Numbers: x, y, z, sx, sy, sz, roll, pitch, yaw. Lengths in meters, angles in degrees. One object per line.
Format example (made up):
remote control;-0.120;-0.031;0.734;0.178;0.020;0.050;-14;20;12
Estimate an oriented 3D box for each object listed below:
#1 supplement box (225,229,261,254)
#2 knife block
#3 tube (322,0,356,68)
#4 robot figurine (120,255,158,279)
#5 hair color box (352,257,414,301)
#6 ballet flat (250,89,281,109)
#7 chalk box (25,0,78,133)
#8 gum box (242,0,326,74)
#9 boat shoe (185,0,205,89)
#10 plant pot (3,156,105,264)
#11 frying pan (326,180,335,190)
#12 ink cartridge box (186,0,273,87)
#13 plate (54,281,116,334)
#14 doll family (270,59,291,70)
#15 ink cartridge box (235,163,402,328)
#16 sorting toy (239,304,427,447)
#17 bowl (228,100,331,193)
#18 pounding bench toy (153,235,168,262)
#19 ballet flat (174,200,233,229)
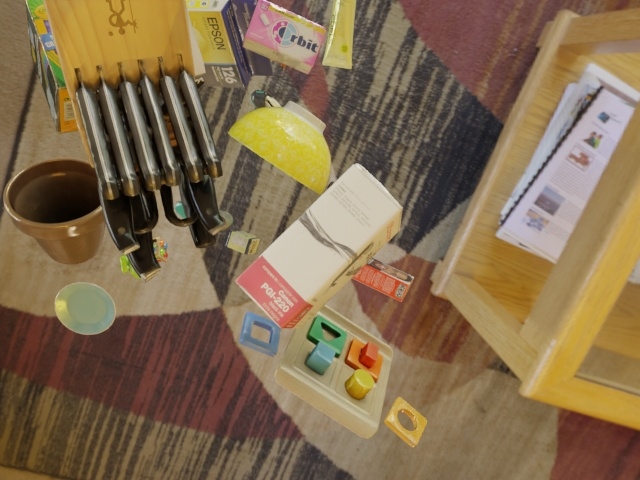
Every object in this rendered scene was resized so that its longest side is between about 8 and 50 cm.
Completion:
supplement box;-0.263;0.005;1.817;0.083;0.083;0.056;22;100;15
knife block;-0.156;-0.114;0.436;0.088;0.276;0.242;-14;130;-21
tube;0.062;-0.614;1.504;0.062;0.070;0.240;-3;115;-25
robot figurine;-0.472;0.056;1.389;0.101;0.115;0.067;-13;134;-41
hair color box;0.121;0.073;1.125;0.141;0.072;0.043;26;107;13
ballet flat;-0.144;-0.396;1.686;0.074;0.074;0.203;-35;137;4
chalk box;-0.531;-0.415;1.181;0.179;0.180;0.289;-16;77;-30
gum box;-0.085;-0.501;1.320;0.188;0.062;0.107;20;83;-12
boat shoe;-0.341;-0.430;0.986;0.158;0.127;0.341;-32;112;-37
plant pot;-0.690;-0.061;1.456;0.262;0.263;0.229;4;140;-9
frying pan;0.023;0.016;1.534;0.197;0.053;0.326;31;105;-18
ink cartridge box;-0.312;-0.563;1.542;0.307;0.304;0.072;6;66;8
plate;-0.744;0.213;1.694;0.188;0.024;0.188;-1;112;-3
doll family;-0.166;-0.625;1.775;0.262;0.163;0.119;-8;109;-12
ink cartridge box;0.007;0.016;0.734;0.092;0.158;0.218;43;88;11
sorting toy;0.038;0.194;0.865;0.347;0.196;0.047;33;124;-3
bowl;-0.076;-0.260;1.363;0.289;0.289;0.156;31;96;-16
pounding bench toy;-0.402;0.019;1.258;0.065;0.083;0.052;-8;71;3
ballet flat;-0.395;-0.089;1.822;0.213;0.068;0.072;20;118;17
